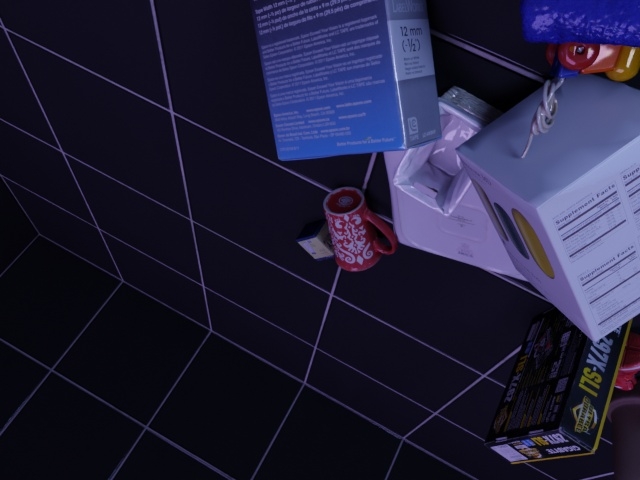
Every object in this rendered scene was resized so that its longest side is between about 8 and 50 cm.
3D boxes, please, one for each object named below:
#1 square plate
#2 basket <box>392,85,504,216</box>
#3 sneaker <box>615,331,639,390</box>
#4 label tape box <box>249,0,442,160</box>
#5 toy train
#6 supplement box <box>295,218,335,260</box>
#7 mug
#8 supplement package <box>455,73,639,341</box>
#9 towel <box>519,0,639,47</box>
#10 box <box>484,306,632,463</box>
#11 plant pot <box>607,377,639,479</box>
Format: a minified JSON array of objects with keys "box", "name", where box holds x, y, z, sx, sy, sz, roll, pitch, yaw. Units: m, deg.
[{"box":[0.279,-0.051,1.072,0.347,0.049,0.344,18,148,25],"name":"square plate"},{"box":[0.206,-0.143,0.891,0.113,0.103,0.167,33,133,9],"name":"basket"},{"box":[0.643,0.255,1.185,0.128,0.087,0.221,27,165,-9],"name":"sneaker"},{"box":[0.027,-0.301,0.820,0.249,0.115,0.348,3,107,42],"name":"label tape box"},{"box":[0.332,-0.200,0.634,0.143,0.105,0.248,13,110,9],"name":"toy train"},{"box":[0.000,0.000,1.416,0.083,0.056,0.083,44,149,-22],"name":"supplement box"},{"box":[0.086,-0.032,1.254,0.150,0.113,0.169,-13,134,8],"name":"mug"},{"box":[0.354,-0.050,0.763,0.263,0.198,0.199,53,-176,-33],"name":"supplement package"},{"box":[0.345,-0.275,0.481,0.308,0.076,0.228,14,106,28],"name":"towel"},{"box":[0.461,0.259,1.095,0.079,0.322,0.257,32,151,3],"name":"box"},{"box":[0.753,0.467,1.237,0.263,0.229,0.263,23,150,14],"name":"plant pot"}]
